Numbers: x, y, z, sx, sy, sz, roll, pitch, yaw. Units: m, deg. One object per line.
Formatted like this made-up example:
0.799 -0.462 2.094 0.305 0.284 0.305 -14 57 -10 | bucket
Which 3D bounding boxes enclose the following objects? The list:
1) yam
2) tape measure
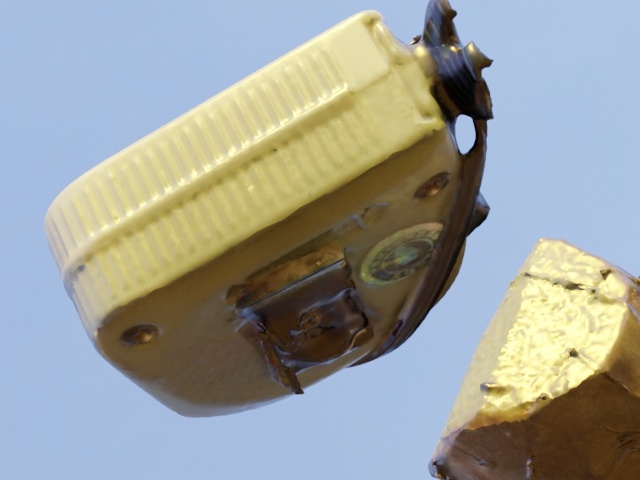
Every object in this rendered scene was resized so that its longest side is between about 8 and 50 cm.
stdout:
0.216 0.135 1.136 0.271 0.202 0.201 32 -44 -8 | yam
0.000 0.000 0.880 0.235 0.115 0.207 -30 -31 5 | tape measure
